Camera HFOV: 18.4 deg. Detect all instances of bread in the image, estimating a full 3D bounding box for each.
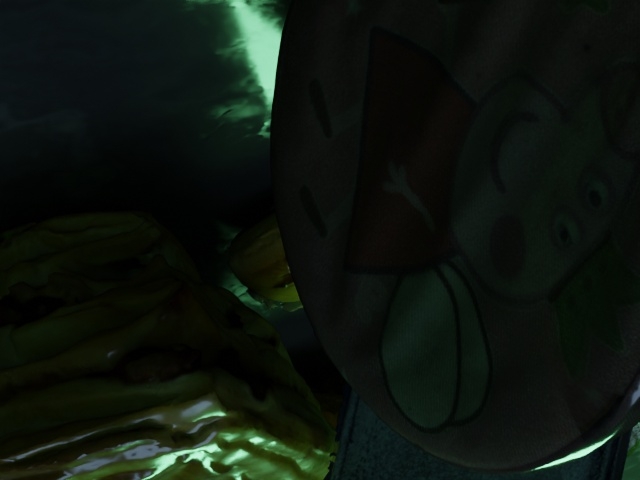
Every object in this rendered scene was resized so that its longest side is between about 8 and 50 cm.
[{"bbox_3d":[-0.140,0.092,1.124,0.277,0.167,0.324,-16,166,9],"label":"bread"},{"bbox_3d":[0.000,0.000,1.130,0.106,0.053,0.072,-34,151,28],"label":"bread"}]

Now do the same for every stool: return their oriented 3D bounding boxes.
[{"bbox_3d":[0.120,-0.041,0.877,0.178,0.272,0.272,-5,155,-39],"label":"stool"}]

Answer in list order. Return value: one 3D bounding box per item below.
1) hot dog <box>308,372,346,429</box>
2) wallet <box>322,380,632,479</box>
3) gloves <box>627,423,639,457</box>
[{"bbox_3d":[-0.002,0.161,1.406,0.160,0.099,0.227,-2,151,-22],"label":"hot dog"},{"bbox_3d":[0.097,0.059,1.053,0.167,0.222,0.036,12,179,29],"label":"wallet"},{"bbox_3d":[0.170,0.125,1.419,0.135,0.107,0.268,16,160,11],"label":"gloves"}]
